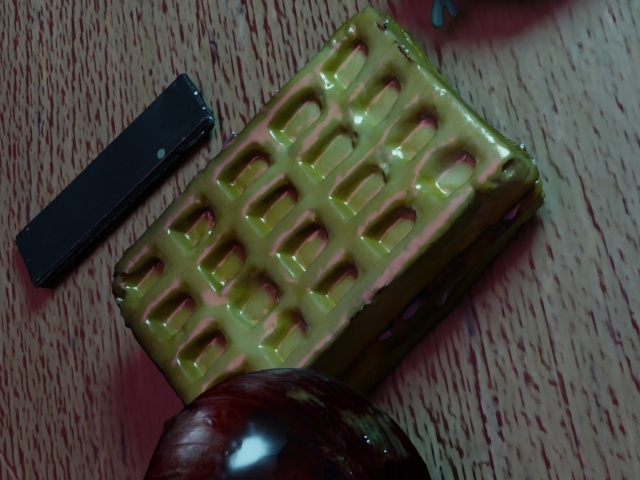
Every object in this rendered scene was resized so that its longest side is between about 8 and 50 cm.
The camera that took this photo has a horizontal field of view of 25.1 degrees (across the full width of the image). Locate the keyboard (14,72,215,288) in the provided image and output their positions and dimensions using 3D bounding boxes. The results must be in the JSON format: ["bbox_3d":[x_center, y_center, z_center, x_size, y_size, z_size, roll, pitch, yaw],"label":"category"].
[{"bbox_3d":[-0.185,-0.052,1.293,0.231,0.023,0.072,-43,51,14],"label":"keyboard"}]

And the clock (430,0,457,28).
[{"bbox_3d":[0.124,-0.266,1.101,0.159,0.066,0.211,46,120,5],"label":"clock"}]

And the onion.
[{"bbox_3d":[-0.003,0.216,0.942,0.195,0.272,0.272,-19,65,48],"label":"onion"}]

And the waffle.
[{"bbox_3d":[0.000,0.000,1.119,0.327,0.098,0.224,-46,59,10],"label":"waffle"}]
